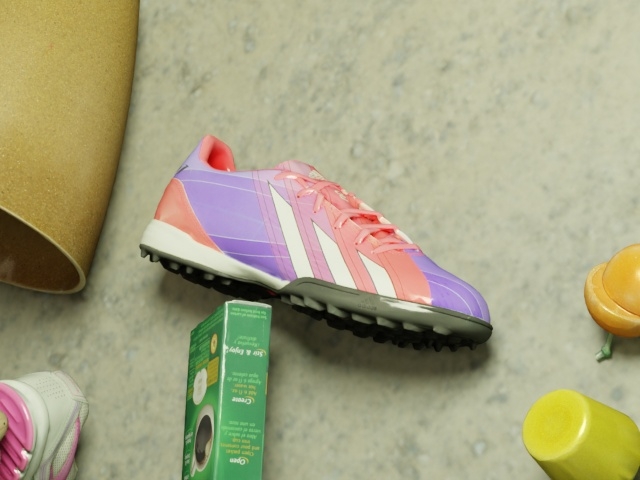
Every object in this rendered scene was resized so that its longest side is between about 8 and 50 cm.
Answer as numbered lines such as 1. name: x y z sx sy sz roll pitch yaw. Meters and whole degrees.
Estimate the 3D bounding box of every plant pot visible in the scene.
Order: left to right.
1. plant pot: -0.252 -0.119 1.552 0.237 0.237 0.254 10 66 35

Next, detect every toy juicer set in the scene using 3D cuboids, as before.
1. toy juicer set: 0.298 0.081 1.192 0.329 0.089 0.209 2 64 43

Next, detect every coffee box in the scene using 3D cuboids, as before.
1. coffee box: -0.073 0.147 1.409 0.113 0.040 0.184 140 135 -66

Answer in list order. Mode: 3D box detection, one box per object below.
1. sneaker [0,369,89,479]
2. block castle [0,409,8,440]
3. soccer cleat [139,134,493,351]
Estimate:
1. sneaker: -0.257 0.200 1.519 0.103 0.111 0.252 49 127 17
2. block castle: -0.413 0.282 1.459 0.303 0.213 0.453 26 118 29
3. soccer cleat: 0.000 0.000 1.401 0.318 0.109 0.116 16 81 38
